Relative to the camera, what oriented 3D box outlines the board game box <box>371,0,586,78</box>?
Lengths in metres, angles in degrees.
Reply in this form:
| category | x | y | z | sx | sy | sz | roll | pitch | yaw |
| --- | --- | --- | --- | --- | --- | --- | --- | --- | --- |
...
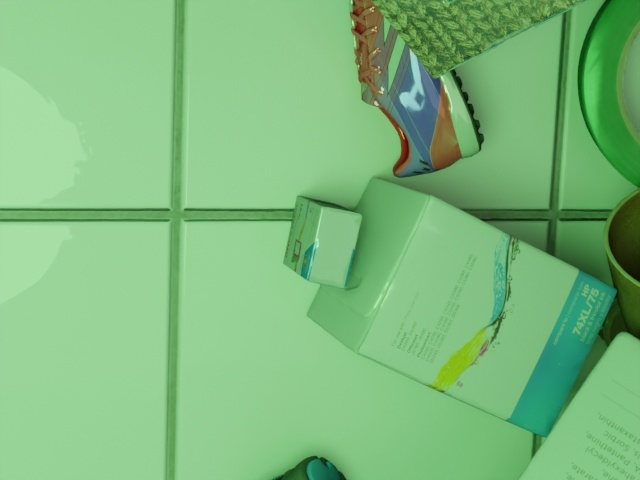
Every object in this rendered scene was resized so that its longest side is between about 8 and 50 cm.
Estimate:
| category | x | y | z | sx | sy | sz | roll | pitch | yaw |
| --- | --- | --- | --- | --- | --- | --- | --- | --- | --- |
| board game box | 0.215 | -0.347 | 1.228 | 0.141 | 0.232 | 0.291 | 48 | 49 | -18 |

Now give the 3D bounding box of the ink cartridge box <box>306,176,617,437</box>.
| category | x | y | z | sx | sy | sz | roll | pitch | yaw |
| --- | --- | --- | --- | --- | --- | --- | --- | --- | --- |
| ink cartridge box | 0.161 | 0.075 | 1.358 | 0.270 | 0.198 | 0.197 | 25 | 91 | -20 |

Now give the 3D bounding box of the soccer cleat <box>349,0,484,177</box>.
| category | x | y | z | sx | sy | sz | roll | pitch | yaw |
| --- | --- | --- | --- | --- | --- | --- | --- | --- | --- |
| soccer cleat | 0.083 | -0.226 | 1.340 | 0.116 | 0.108 | 0.318 | -25 | 105 | 2 |

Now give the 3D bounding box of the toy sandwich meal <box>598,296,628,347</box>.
| category | x | y | z | sx | sy | sz | roll | pitch | yaw |
| --- | --- | --- | --- | --- | --- | --- | --- | --- | --- |
| toy sandwich meal | 0.407 | 0.114 | 1.534 | 0.085 | 0.029 | 0.086 | -5 | 102 | -21 |

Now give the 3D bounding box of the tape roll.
| category | x | y | z | sx | sy | sz | roll | pitch | yaw |
| --- | --- | --- | --- | --- | --- | --- | --- | --- | --- |
| tape roll | 0.486 | -0.203 | 1.417 | 0.321 | 0.077 | 0.321 | 2 | 102 | 8 |

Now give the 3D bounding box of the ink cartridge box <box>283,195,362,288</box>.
| category | x | y | z | sx | sy | sz | roll | pitch | yaw |
| --- | --- | --- | --- | --- | --- | --- | --- | --- | --- |
| ink cartridge box | 0.000 | 0.000 | 1.336 | 0.052 | 0.122 | 0.089 | 11 | 95 | -15 |

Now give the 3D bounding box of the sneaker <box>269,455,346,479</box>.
| category | x | y | z | sx | sy | sz | roll | pitch | yaw |
| --- | --- | --- | --- | --- | --- | --- | --- | --- | --- |
| sneaker | 0.027 | 0.413 | 1.432 | 0.139 | 0.125 | 0.341 | -28 | 112 | 18 |

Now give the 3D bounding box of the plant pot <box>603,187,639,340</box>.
| category | x | y | z | sx | sy | sz | roll | pitch | yaw |
| --- | --- | --- | --- | --- | --- | --- | --- | --- | --- |
| plant pot | 0.465 | 0.089 | 1.375 | 0.237 | 0.237 | 0.254 | -22 | 129 | -13 |

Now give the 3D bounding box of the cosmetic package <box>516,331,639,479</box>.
| category | x | y | z | sx | sy | sz | roll | pitch | yaw |
| --- | --- | --- | --- | --- | --- | --- | --- | --- | --- |
| cosmetic package | 0.367 | 0.382 | 1.321 | 0.327 | 0.329 | 0.394 | 34 | 78 | 18 |
